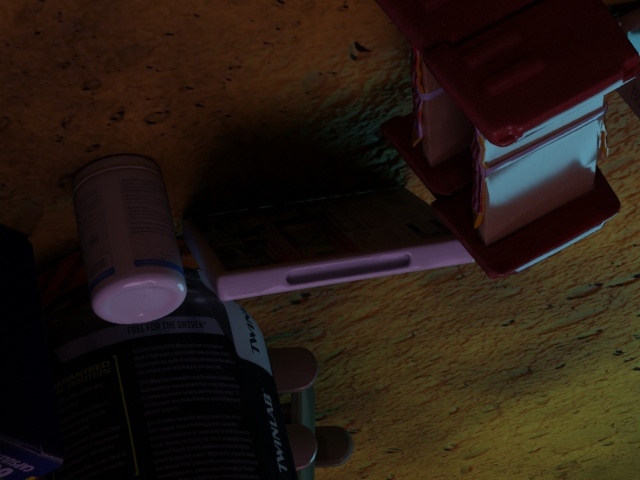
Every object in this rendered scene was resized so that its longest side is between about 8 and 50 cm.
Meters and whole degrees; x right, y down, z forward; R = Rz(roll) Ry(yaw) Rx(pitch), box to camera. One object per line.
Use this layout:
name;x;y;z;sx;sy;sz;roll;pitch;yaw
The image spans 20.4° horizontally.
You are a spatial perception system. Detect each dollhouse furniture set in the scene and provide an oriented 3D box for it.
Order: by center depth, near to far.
dollhouse furniture set;0.228;-0.150;1.187;0.374;0.152;0.201;-28;153;-11
dollhouse furniture set;0.004;0.237;1.637;0.161;0.242;0.212;-4;153;9

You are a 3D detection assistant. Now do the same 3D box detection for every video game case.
video game case;0.000;0.000;1.311;0.183;0.023;0.201;-9;-166;-9

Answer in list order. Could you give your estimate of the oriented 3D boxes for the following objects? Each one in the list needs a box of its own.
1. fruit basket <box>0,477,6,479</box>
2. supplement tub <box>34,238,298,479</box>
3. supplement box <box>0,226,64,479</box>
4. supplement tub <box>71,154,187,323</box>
fruit basket;-0.321;0.288;1.183;0.283;0.392;0.392;29;134;-25
supplement tub;-0.124;0.180;1.381;0.207;0.338;0.207;-11;152;-6
supplement box;-0.395;0.123;1.309;0.356;0.195;0.194;-26;149;23
supplement tub;-0.139;0.000;1.291;0.071;0.107;0.071;-10;152;-5
